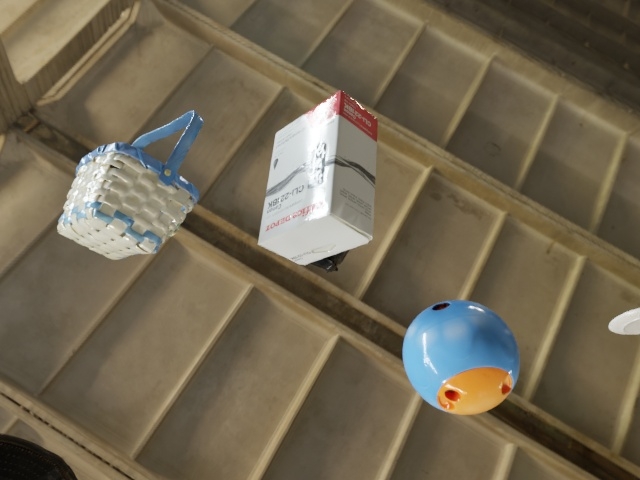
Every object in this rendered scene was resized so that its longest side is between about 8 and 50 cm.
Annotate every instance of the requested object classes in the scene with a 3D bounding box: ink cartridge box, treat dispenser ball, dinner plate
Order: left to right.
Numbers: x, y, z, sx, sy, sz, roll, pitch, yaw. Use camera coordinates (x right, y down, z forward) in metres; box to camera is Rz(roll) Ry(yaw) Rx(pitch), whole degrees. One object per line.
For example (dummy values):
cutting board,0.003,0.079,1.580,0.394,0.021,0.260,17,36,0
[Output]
ink cartridge box,-0.002,-0.113,0.850,0.114,0.197,0.272,26,-123,-37
treat dispenser ball,0.358,0.297,1.148,0.289,0.288,0.287,8,-124,-13
dinner plate,0.751,0.191,1.033,0.142,0.141,0.017,8,-129,-13

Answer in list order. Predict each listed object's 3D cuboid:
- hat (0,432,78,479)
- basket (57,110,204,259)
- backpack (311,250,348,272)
hat,-0.340,0.356,0.387,0.134,0.331,0.331,6,-134,33
basket,-0.357,-0.112,0.869,0.201,0.255,0.288,34,-119,-39
backpack,0.000,0.000,1.210,0.182,0.151,0.115,11,-154,-45
